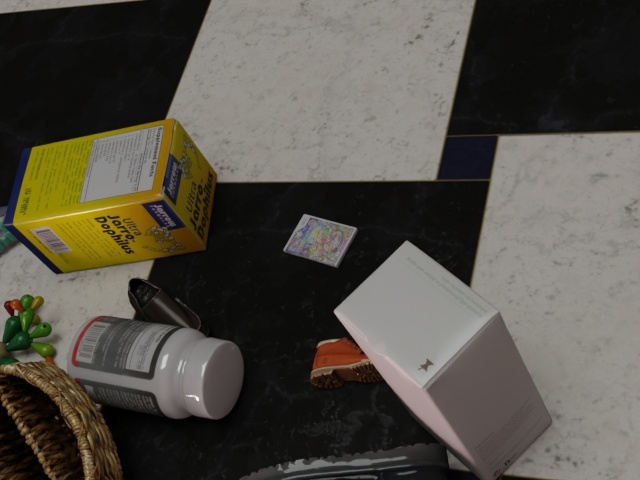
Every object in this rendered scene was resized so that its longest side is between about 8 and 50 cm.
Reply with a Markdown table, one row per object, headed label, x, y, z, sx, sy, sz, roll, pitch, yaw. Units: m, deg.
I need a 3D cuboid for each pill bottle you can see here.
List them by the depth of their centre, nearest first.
| label | x | y | z | sx | sy | sz | roll | pitch | yaw |
| --- | --- | --- | --- | --- | --- | --- | --- | --- | --- |
| pill bottle | -0.288 | 0.226 | 1.841 | 0.283 | 0.161 | 0.161 | 6 | 60 | 27 |

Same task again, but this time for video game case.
| label | x | y | z | sx | sy | sz | roll | pitch | yaw |
| --- | --- | --- | --- | --- | --- | --- | --- | --- | --- |
| video game case | 0.000 | 0.000 | 1.967 | 0.122 | 0.011 | 0.087 | 16 | 65 | 32 |

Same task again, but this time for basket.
| label | x | y | z | sx | sy | sz | roll | pitch | yaw |
| --- | --- | --- | --- | --- | --- | --- | --- | --- | --- |
| basket | -0.489 | 0.351 | 1.725 | 0.213 | 0.223 | 0.299 | -40 | 72 | 14 |

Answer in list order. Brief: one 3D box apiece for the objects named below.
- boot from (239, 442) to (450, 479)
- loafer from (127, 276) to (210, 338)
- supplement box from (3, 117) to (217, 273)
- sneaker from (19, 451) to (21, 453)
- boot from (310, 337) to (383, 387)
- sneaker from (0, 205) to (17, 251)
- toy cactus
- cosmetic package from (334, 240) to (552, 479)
| label | x | y | z | sx | sy | sz | roll | pitch | yaw |
| --- | --- | --- | --- | --- | --- | --- | --- | --- | --- |
| boot | 0.041 | 0.540 | 1.505 | 0.367 | 0.146 | 0.445 | -15 | 57 | 16 |
| loafer | -0.297 | 0.137 | 1.959 | 0.220 | 0.078 | 0.080 | 28 | 72 | 36 |
| supplement box | -0.414 | -0.083 | 2.089 | 0.356 | 0.195 | 0.194 | -9 | 55 | 19 |
| sneaker | -0.521 | 0.387 | 1.907 | 0.188 | 0.066 | 0.071 | -20 | 35 | 4 |
| boot | 0.060 | 0.197 | 1.777 | 0.158 | 0.059 | 0.084 | -9 | 50 | 20 |
| sneaker | -0.710 | -0.018 | 2.266 | 0.224 | 0.083 | 0.098 | -27 | 30 | -1 |
| toy cactus | -0.608 | 0.207 | 2.045 | 0.180 | 0.112 | 0.219 | -26 | 59 | 18 |
| cosmetic package | 0.187 | 0.189 | 1.525 | 0.155 | 0.365 | 0.197 | -43 | 52 | -8 |
